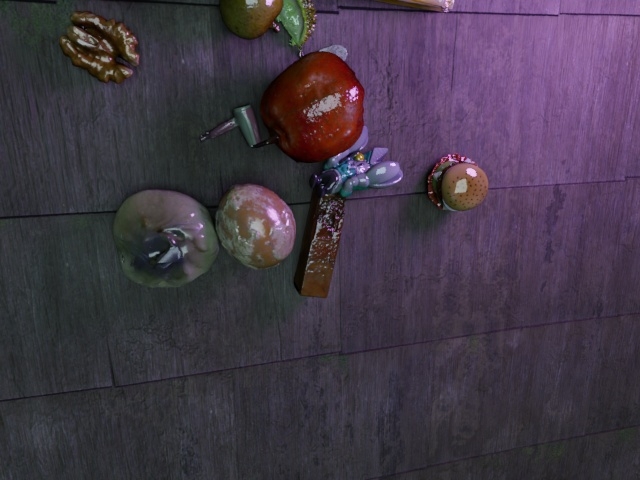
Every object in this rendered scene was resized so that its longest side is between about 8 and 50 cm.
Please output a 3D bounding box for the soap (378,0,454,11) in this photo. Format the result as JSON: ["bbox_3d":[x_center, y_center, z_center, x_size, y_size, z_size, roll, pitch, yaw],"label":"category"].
[{"bbox_3d":[0.213,-0.689,1.310,0.274,0.089,0.174,3,106,-16],"label":"soap"}]

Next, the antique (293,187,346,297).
[{"bbox_3d":[0.000,0.000,1.453,0.087,0.093,0.310,9,103,-18],"label":"antique"}]

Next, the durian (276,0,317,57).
[{"bbox_3d":[-0.061,-0.567,1.293,0.100,0.086,0.215,-19,110,27],"label":"durian"}]

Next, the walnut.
[{"bbox_3d":[-0.504,-0.447,1.197,0.170,0.069,0.143,30,98,-20],"label":"walnut"}]

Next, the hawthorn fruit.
[{"bbox_3d":[-0.041,-0.305,1.263,0.300,0.254,0.254,-32,112,-17],"label":"hawthorn fruit"}]

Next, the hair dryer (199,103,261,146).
[{"bbox_3d":[-0.237,-0.284,1.337,0.154,0.054,0.106,-14,114,0],"label":"hair dryer"}]

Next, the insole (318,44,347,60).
[{"bbox_3d":[-0.014,-0.453,1.362,0.193,0.006,0.065,-35,112,-3],"label":"insole"}]

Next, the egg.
[{"bbox_3d":[-0.167,-0.038,1.339,0.203,0.203,0.245,-31,120,-5],"label":"egg"}]

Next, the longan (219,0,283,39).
[{"bbox_3d":[-0.157,-0.552,1.224,0.154,0.145,0.176,-29,134,21],"label":"longan"}]

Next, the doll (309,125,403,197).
[{"bbox_3d":[0.110,-0.185,1.371,0.195,0.153,0.258,36,57,2],"label":"doll"}]

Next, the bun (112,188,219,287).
[{"bbox_3d":[-0.391,0.001,1.310,0.272,0.168,0.273,-2,104,-7],"label":"bun"}]

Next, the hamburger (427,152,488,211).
[{"bbox_3d":[0.401,-0.157,1.493,0.175,0.137,0.175,-5,110,-13],"label":"hamburger"}]
